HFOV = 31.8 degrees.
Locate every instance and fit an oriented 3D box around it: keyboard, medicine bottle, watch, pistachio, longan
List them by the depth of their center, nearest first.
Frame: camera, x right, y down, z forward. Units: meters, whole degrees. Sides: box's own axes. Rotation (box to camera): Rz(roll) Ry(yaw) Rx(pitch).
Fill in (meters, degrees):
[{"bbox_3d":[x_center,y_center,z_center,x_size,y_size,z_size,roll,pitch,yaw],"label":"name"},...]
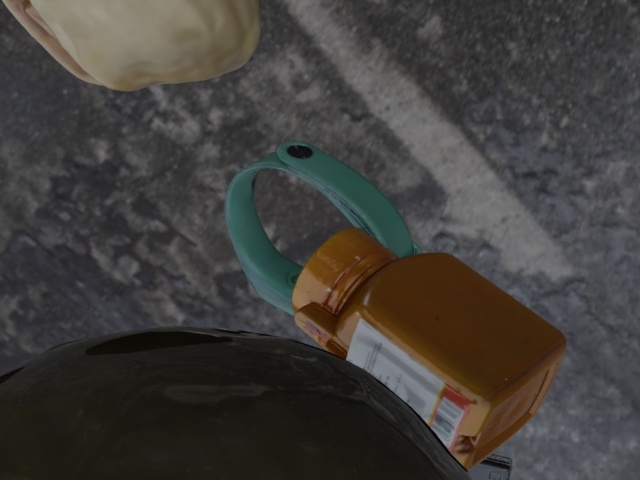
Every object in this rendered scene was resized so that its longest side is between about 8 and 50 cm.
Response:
[{"bbox_3d":[-0.058,0.206,0.519,0.361,0.361,0.361,14,134,15],"label":"longan"},{"bbox_3d":[0.087,0.088,1.008,0.222,0.149,0.112,37,132,27],"label":"medicine bottle"},{"bbox_3d":[-0.191,-0.263,1.088,0.193,0.214,0.318,21,168,47],"label":"pistachio"},{"bbox_3d":[0.000,0.000,1.250,0.237,0.068,0.195,29,126,25],"label":"watch"},{"bbox_3d":[0.157,0.318,1.613,0.230,0.025,0.093,12,127,11],"label":"keyboard"}]

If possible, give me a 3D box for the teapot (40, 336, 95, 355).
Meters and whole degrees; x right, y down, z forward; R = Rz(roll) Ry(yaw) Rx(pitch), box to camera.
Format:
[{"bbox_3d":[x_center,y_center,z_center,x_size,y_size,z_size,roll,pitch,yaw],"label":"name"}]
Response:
[{"bbox_3d":[-0.320,0.212,1.622,0.294,0.193,0.129,1,98,36],"label":"teapot"}]
